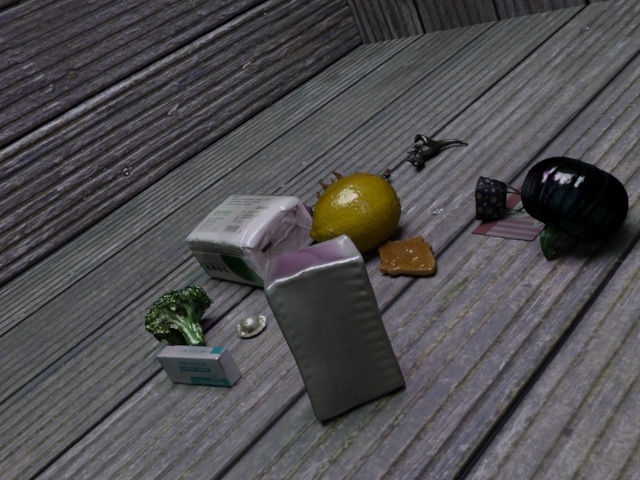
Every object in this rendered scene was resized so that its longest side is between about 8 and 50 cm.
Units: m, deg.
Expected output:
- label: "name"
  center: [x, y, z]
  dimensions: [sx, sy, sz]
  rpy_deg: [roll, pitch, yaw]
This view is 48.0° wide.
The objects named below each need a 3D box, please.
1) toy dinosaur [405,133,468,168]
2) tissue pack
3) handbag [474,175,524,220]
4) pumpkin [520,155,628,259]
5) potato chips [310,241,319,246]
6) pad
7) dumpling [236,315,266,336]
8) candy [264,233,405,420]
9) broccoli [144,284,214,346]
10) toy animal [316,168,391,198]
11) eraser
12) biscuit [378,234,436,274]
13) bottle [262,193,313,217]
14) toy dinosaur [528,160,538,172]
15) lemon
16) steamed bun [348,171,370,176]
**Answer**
- label: "toy dinosaur"
  center: [0.395, -0.293, 2.506]
  dimensions: [0.179, 0.087, 0.187]
  rpy_deg: [27, 65, 15]
- label: "tissue pack"
  center: [-0.217, -0.008, 2.275]
  dimensions: [0.356, 0.194, 0.266]
  rpy_deg: [6, 45, 49]
- label: "handbag"
  center: [0.490, -0.110, 1.951]
  dimensions: [0.139, 0.115, 0.072]
  rpy_deg: [7, 32, 24]
- label: "pumpkin"
  center: [0.581, -0.070, 1.691]
  dimensions: [0.248, 0.248, 0.248]
  rpy_deg: [-20, 25, 10]
- label: "potato chips"
  center: [0.000, 0.001, 2.271]
  dimensions: [0.092, 0.028, 0.207]
  rpy_deg: [-21, 23, 10]
- label: "pad"
  center: [0.574, -0.092, 1.959]
  dimensions: [0.300, 0.005, 0.202]
  rpy_deg: [-38, 28, -27]
- label: "dumpling"
  center: [-0.188, 0.237, 1.967]
  dimensions: [0.076, 0.057, 0.052]
  rpy_deg: [-5, -19, -18]
- label: "candy"
  center: [0.027, 0.183, 1.503]
  dimensions: [0.208, 0.358, 0.145]
  rpy_deg: [-21, 25, -1]
- label: "broccoli"
  center: [-0.384, 0.233, 2.032]
  dimensions: [0.220, 0.194, 0.194]
  rpy_deg: [-11, 16, -31]
- label: "toy animal"
  center: [0.111, -0.202, 2.520]
  dimensions: [0.224, 0.066, 0.230]
  rpy_deg: [-39, 35, -20]
- label: "eraser"
  center: [-0.312, 0.319, 1.840]
  dimensions: [0.225, 0.095, 0.052]
  rpy_deg: [-5, 31, 36]
- label: "biscuit"
  center: [0.238, 0.047, 1.954]
  dimensions: [0.162, 0.035, 0.250]
  rpy_deg: [-36, 26, -11]
- label: "bottle"
  center: [-0.124, -0.091, 2.454]
  dimensions: [0.120, 0.120, 0.253]
  rpy_deg: [-37, 27, -25]
- label: "toy dinosaur"
  center: [0.657, -0.216, 2.102]
  dimensions: [0.113, 0.026, 0.041]
  rpy_deg: [-7, 36, 52]
- label: "lemon"
  center: [0.106, -0.075, 2.087]
  dimensions: [0.263, 0.236, 0.236]
  rpy_deg: [-57, 30, -4]
- label: "steamed bun"
  center: [0.112, -0.123, 2.274]
  dimensions: [0.175, 0.145, 0.106]
  rpy_deg: [-39, 43, -12]
